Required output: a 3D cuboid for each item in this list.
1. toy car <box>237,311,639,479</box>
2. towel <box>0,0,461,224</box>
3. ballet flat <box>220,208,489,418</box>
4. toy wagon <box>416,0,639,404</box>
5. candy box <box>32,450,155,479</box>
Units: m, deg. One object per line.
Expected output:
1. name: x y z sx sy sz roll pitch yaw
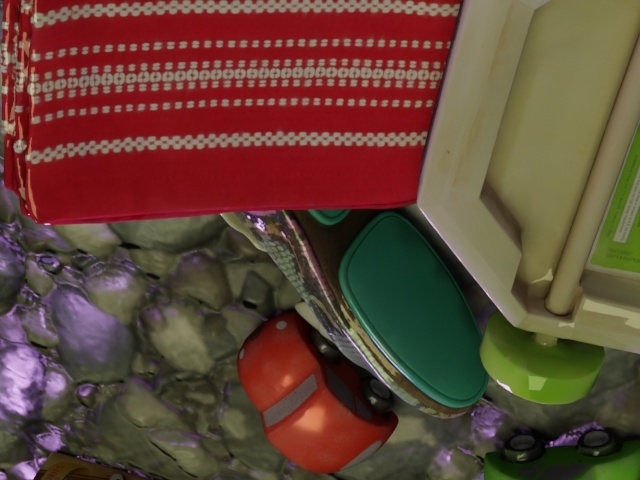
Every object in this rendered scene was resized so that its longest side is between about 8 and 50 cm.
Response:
1. toy car: 0.076 0.148 0.654 0.225 0.053 0.239 -8 109 15
2. towel: -0.023 -0.132 0.460 0.199 0.031 0.274 -2 121 -18
3. ballet flat: 0.000 0.000 0.593 0.079 0.077 0.221 -22 110 50
4. toy wagon: 0.219 -0.030 0.480 0.345 0.068 0.267 11 126 -1
5. candy box: -0.109 0.210 0.740 0.187 0.109 0.053 13 126 9
